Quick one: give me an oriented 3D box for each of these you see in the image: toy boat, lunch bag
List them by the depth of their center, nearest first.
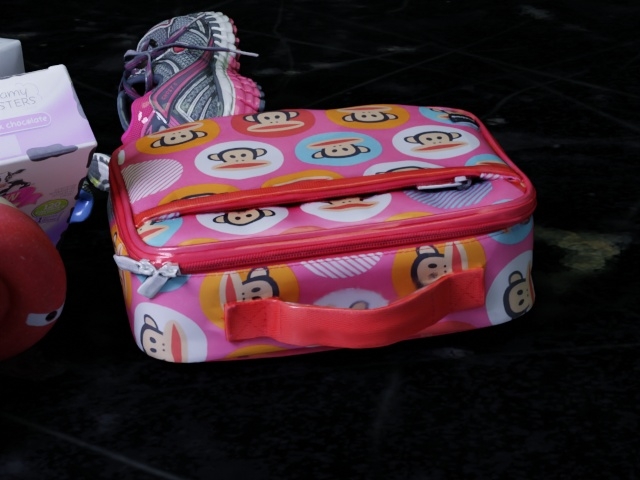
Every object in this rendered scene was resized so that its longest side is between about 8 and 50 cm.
[{"bbox_3d":[-0.252,0.067,0.991,0.231,0.151,0.151,-23,60,-40],"label":"toy boat"},{"bbox_3d":[0.000,0.000,1.134,0.293,0.120,0.258,-7,26,-9],"label":"lunch bag"}]

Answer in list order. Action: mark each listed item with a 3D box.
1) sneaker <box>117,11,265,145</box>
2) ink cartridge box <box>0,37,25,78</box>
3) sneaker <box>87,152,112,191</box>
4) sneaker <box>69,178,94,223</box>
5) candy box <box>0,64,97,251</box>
[{"bbox_3d":[-0.132,-0.143,1.453,0.112,0.121,0.299,12,17,-18],"label":"sneaker"},{"bbox_3d":[-0.353,-0.097,1.381,0.128,0.127,0.176,11,25,29],"label":"ink cartridge box"},{"bbox_3d":[-0.168,-0.057,1.403,0.083,0.031,0.035,20,24,27],"label":"sneaker"},{"bbox_3d":[-0.273,-0.025,1.265,0.221,0.083,0.087,-25,39,-38],"label":"sneaker"},{"bbox_3d":[-0.259,-0.028,1.118,0.165,0.196,0.070,-14,67,-27],"label":"candy box"}]
